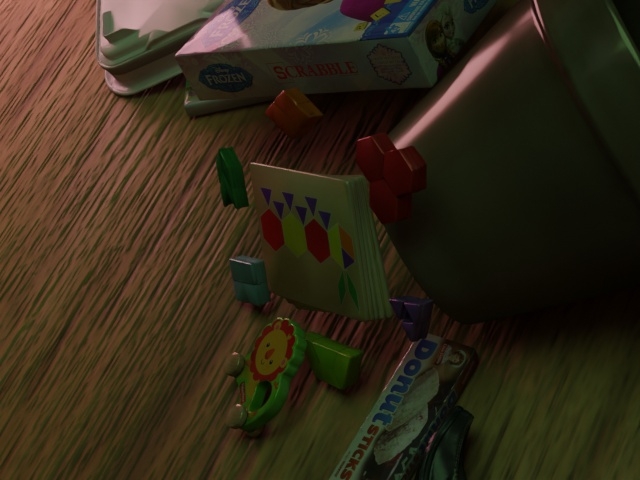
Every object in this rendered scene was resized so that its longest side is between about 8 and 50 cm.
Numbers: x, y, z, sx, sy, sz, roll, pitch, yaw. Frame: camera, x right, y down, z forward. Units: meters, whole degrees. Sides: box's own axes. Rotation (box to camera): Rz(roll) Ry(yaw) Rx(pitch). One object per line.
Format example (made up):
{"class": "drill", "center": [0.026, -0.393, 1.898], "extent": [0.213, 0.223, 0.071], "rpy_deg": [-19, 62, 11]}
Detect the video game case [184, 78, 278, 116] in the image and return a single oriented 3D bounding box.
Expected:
{"class": "video game case", "center": [-0.054, -0.239, 1.842], "extent": [0.212, 0.023, 0.193], "rpy_deg": [-10, 49, 13]}

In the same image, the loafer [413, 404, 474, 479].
{"class": "loafer", "center": [0.108, 0.225, 1.369], "extent": [0.061, 0.062, 0.170], "rpy_deg": [20, 63, 9]}

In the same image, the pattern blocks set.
{"class": "pattern blocks set", "center": [0.000, 0.000, 1.462], "extent": [0.026, 0.285, 0.325], "rpy_deg": [-18, 26, -31]}

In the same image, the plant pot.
{"class": "plant pot", "center": [0.210, -0.068, 1.430], "extent": [0.280, 0.323, 0.323], "rpy_deg": [-31, 44, 20]}

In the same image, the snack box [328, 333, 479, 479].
{"class": "snack box", "center": [0.078, 0.166, 1.446], "extent": [0.064, 0.022, 0.178], "rpy_deg": [16, 60, 34]}

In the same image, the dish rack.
{"class": "dish rack", "center": [-0.165, -0.358, 1.889], "extent": [0.285, 0.072, 0.333], "rpy_deg": [-20, 55, 24]}

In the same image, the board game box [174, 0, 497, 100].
{"class": "board game box", "center": [0.053, -0.273, 1.636], "extent": [0.318, 0.066, 0.319], "rpy_deg": [1, 42, 41]}

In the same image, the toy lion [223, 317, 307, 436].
{"class": "toy lion", "center": [-0.049, 0.126, 1.499], "extent": [0.096, 0.034, 0.100], "rpy_deg": [-36, 41, 31]}
